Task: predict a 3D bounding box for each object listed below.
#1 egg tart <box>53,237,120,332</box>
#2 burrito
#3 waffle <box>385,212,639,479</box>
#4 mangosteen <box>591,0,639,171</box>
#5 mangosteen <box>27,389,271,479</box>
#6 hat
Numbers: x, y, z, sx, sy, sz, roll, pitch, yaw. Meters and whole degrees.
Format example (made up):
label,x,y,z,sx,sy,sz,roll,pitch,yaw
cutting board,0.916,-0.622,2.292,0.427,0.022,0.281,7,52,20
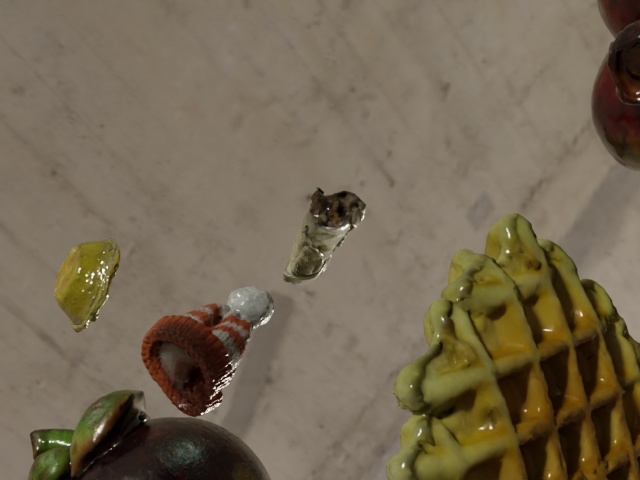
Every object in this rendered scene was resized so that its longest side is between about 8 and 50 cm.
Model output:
label,x,y,z,sx,sy,sz,roll,pitch,yaw
egg tart,-0.226,0.037,1.268,0.039,0.105,0.105,25,-92,-23
burrito,0.000,0.000,1.048,0.041,0.185,0.045,11,-104,-6
waffle,0.133,0.126,0.773,0.250,0.056,0.261,42,-126,-32
mangosteen,0.406,-0.117,1.095,0.435,0.382,0.382,10,-80,-11
mangosteen,-0.200,0.342,1.606,0.311,0.311,0.311,-15,-65,-36
hat,-0.111,0.106,1.453,0.112,0.094,0.162,54,-141,-4
